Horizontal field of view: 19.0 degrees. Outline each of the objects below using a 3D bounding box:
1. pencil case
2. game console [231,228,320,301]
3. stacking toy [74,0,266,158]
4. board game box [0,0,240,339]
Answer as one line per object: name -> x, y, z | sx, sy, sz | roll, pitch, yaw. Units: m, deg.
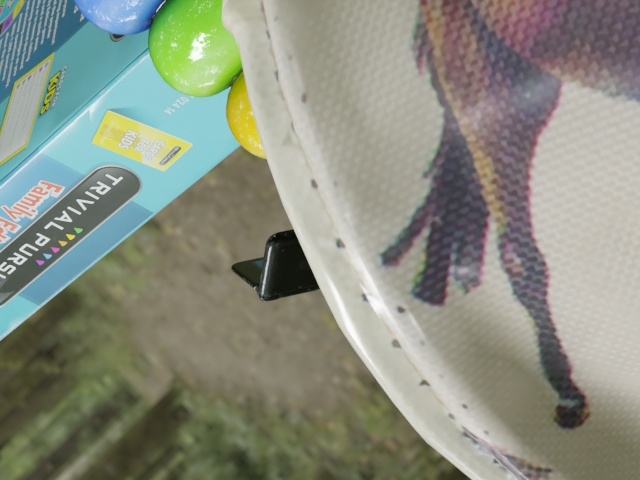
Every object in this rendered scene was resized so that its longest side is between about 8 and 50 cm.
pencil case -> 0.196, -0.079, 0.341 | 0.183, 0.410, 0.160 | 38, -145, -57
game console -> 0.000, 0.000, 1.502 | 0.107, 0.122, 0.071 | 101, 150, -48
stacking toy -> -0.012, -0.084, 0.668 | 0.330, 0.141, 0.141 | 49, 173, 0
board game box -> -0.140, -0.101, 1.071 | 0.079, 0.336, 0.254 | 29, -135, -29
